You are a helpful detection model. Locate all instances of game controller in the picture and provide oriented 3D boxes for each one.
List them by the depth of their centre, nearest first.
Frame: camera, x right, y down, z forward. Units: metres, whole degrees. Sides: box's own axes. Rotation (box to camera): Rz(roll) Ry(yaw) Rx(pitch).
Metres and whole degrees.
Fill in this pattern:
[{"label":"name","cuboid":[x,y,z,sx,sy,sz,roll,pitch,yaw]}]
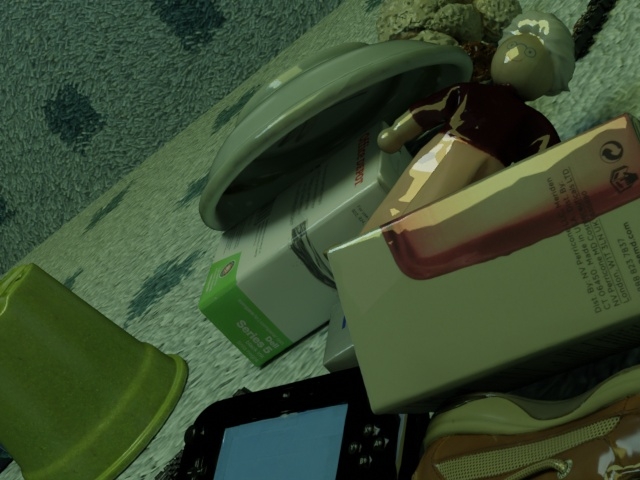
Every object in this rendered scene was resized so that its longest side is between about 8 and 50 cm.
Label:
[{"label":"game controller","cuboid":[-0.032,0.203,0.834,0.319,0.067,0.166,-22,39,46]}]

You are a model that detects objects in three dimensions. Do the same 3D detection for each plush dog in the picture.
[{"label":"plush dog","cuboid":[0.155,-0.283,1.443,0.262,0.211,0.225,-28,46,34]}]

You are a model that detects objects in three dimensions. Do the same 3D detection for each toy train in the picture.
[{"label":"toy train","cuboid":[0.350,-0.285,1.266,0.036,0.027,0.158,-23,25,52]}]

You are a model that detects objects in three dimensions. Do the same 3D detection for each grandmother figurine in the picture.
[{"label":"grandmother figurine","cuboid":[0.158,-0.088,0.987,0.342,0.208,0.104,-57,-15,-11]}]

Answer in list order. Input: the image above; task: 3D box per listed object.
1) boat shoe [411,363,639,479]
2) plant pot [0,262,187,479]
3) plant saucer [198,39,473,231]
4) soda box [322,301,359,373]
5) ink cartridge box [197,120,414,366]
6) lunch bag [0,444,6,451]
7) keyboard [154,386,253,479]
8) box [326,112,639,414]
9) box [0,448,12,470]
[{"label":"boat shoe","cuboid":[0.160,0.154,0.540,0.120,0.122,0.324,-58,16,-28]},{"label":"plant pot","cuboid":[-0.364,0.176,1.297,0.276,0.254,0.276,-36,19,15]},{"label":"plant saucer","cuboid":[0.004,-0.156,1.257,0.401,0.100,0.400,-29,-11,-6]},{"label":"soda box","cuboid":[0.140,0.043,0.843,0.286,0.091,0.098,-34,20,22]},{"label":"ink cartridge box","cuboid":[0.000,0.000,1.182,0.273,0.115,0.198,-34,20,20]},{"label":"lunch bag","cuboid":[-0.438,0.212,1.494,0.219,0.176,0.090,-39,15,0]},{"label":"keyboard","cuboid":[-0.133,0.237,1.065,0.180,0.023,0.108,-47,19,-12]},{"label":"box","cuboid":[0.147,0.028,0.681,0.232,0.126,0.149,-24,-19,25]},{"label":"box","cuboid":[-0.648,0.269,1.593,0.395,0.293,0.212,-48,20,-16]}]
